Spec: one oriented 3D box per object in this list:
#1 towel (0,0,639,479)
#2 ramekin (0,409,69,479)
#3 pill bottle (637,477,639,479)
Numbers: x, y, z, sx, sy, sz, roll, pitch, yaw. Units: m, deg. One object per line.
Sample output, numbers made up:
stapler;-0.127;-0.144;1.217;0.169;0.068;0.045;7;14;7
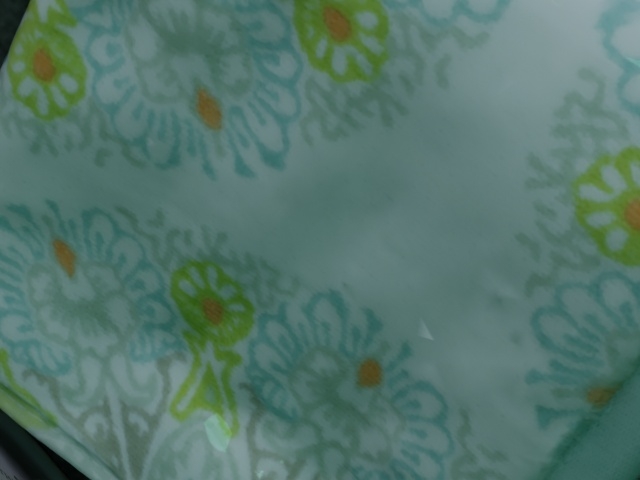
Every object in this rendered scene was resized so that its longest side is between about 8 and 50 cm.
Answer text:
towel;0.000;0.000;0.606;0.320;0.090;0.374;37;126;6
ramekin;-0.171;0.161;0.692;0.109;0.207;0.207;-38;98;-5
pill bottle;0.198;0.102;0.705;0.169;0.169;0.302;28;97;-6
